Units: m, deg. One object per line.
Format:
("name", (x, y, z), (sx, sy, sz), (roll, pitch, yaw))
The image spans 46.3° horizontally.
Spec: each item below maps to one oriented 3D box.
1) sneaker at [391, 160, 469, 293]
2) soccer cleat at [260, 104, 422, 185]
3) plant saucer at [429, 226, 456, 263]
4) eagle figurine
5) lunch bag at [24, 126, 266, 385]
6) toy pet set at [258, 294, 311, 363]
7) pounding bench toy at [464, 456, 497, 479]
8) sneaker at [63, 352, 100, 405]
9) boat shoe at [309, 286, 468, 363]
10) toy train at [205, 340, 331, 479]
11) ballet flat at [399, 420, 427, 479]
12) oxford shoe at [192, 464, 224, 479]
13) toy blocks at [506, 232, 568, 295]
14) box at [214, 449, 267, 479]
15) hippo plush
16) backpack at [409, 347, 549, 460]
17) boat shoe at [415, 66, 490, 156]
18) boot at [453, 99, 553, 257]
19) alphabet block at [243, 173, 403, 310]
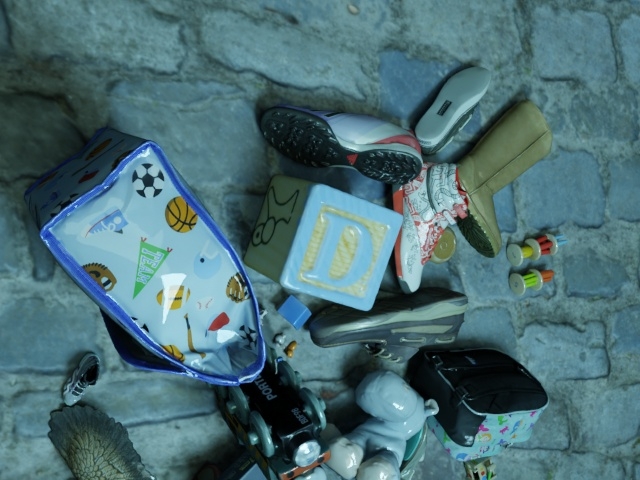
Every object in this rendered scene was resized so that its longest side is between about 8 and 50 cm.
("sneaker", (0.222, -0.024, 1.490), (0.144, 0.090, 0.270), (-2, 100, 15))
("soccer cleat", (0.040, -0.198, 1.412), (0.318, 0.117, 0.109), (14, 135, -12))
("plant saucer", (0.259, 0.010, 1.589), (0.083, 0.015, 0.084), (-5, 101, -24))
("eagle figurine", (-0.378, 0.461, 1.276), (0.225, 0.226, 0.298), (-34, 119, 6))
("lunch bag", (-0.262, 0.041, 1.173), (0.239, 0.328, 0.385), (-42, 117, -10))
("toy pet set", (-0.069, 0.170, 1.434), (0.114, 0.065, 0.122), (-49, 116, -10))
("pounding bench toy", (0.370, 0.524, 1.696), (0.052, 0.083, 0.065), (-24, 108, -20))
("sneaker", (-0.409, 0.245, 1.284), (0.038, 0.069, 0.098), (26, 87, -26))
("boat shoe", (0.148, 0.185, 1.504), (0.355, 0.132, 0.130), (-7, 102, -23))
("toy train", (-0.091, 0.310, 1.314), (0.142, 0.334, 0.190), (-22, 123, -23))
("ballet flat", (0.183, 0.469, 1.598), (0.068, 0.072, 0.213), (21, 104, -32))
("oxford shoe", (-0.238, 0.604, 1.402), (0.130, 0.123, 0.348), (34, 84, -29))
("toy blocks", (0.497, 0.049, 1.687), (0.148, 0.054, 0.123), (-14, 104, -23))
("box", (-0.094, 0.476, 1.427), (0.232, 0.059, 0.184), (-35, 115, -47))
("hippo plush", (0.140, 0.392, 1.462), (0.237, 0.234, 0.294), (-52, 130, -17))
("backpack", (0.339, 0.335, 1.574), (0.253, 0.225, 0.191), (-4, 123, -29))
("boat shoe", (0.268, -0.263, 1.519), (0.219, 0.077, 0.070), (-47, 149, -14))
("boot", (0.398, -0.129, 1.591), (0.269, 0.089, 0.236), (-39, 113, -16))
("alphabet block", (0.000, 0.000, 1.363), (0.193, 0.197, 0.193), (21, 91, -27))
